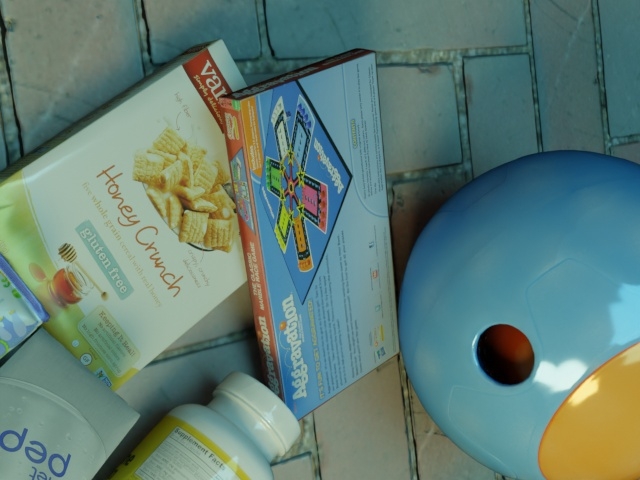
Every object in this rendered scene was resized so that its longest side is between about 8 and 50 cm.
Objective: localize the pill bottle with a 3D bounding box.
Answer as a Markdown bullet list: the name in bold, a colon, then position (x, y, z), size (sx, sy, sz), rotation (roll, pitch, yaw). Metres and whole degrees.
- **pill bottle**: position (-0.100, 0.188, 0.701), size (0.184, 0.103, 0.103), rotation (-47, 116, -26)

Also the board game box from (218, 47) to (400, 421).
- **board game box**: position (0.000, 0.000, 0.768), size (0.145, 0.027, 0.281), rotation (-28, 122, -38)

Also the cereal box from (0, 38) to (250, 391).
- **cereal box**: position (-0.127, -0.020, 0.711), size (0.240, 0.047, 0.173), rotation (-41, 115, -28)

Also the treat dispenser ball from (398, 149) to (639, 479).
- **treat dispenser ball**: position (0.211, 0.067, 0.811), size (0.288, 0.288, 0.288), rotation (-1, 91, -36)

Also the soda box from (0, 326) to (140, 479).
- **soda box**: position (-0.227, 0.181, 0.535), size (0.091, 0.098, 0.286), rotation (44, 39, -7)

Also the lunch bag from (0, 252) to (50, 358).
- **lunch bag**: position (-0.269, 0.030, 0.580), size (0.129, 0.096, 0.151), rotation (-42, 105, -27)
